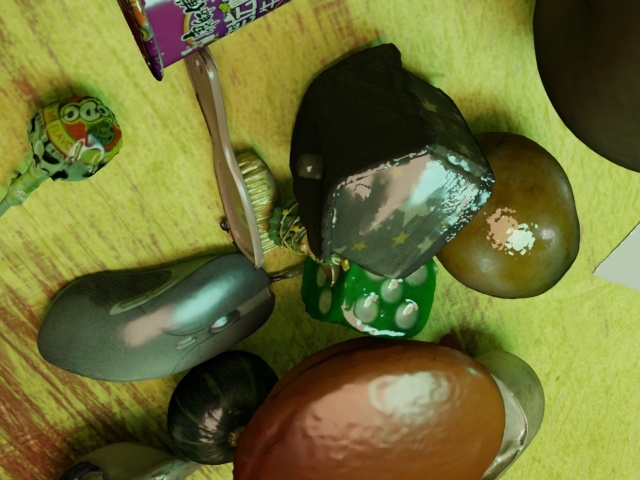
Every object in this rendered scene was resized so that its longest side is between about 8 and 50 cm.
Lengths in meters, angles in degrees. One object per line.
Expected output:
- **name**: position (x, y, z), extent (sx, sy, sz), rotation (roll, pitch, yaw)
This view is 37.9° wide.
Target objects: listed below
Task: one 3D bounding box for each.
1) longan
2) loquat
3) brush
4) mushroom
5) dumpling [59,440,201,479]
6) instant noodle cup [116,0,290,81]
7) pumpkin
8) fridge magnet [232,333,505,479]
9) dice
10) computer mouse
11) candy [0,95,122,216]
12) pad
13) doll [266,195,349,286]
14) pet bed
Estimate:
- **longan**: position (0.346, -0.203, 0.899), extent (0.297, 0.297, 0.297), rotation (-9, 133, -9)
- **loquat**: position (0.215, -0.024, 1.108), extent (0.179, 0.179, 0.227), rotation (-25, 125, 6)
- **brush**: position (-0.090, -0.097, 1.031), extent (0.067, 0.072, 0.313), rotation (-33, 137, -22)
- **mushroom**: position (0.221, 0.258, 1.387), extent (0.253, 0.195, 0.189), rotation (-53, 158, 22)
- **dumpling**: position (-0.286, 0.356, 1.337), extent (0.163, 0.204, 0.293), rotation (40, 132, -8)
- **instant noodle cup**: position (-0.094, -0.279, 0.747), extent (0.190, 0.251, 0.251), rotation (-24, 135, -8)
- **pumpkin**: position (-0.127, 0.226, 1.265), extent (0.167, 0.125, 0.167), rotation (-9, 125, -13)
- **fridge magnet**: position (0.063, 0.261, 1.205), extent (0.363, 0.155, 0.363), rotation (-9, 129, -12)
- **dice**: position (0.058, 0.049, 1.132), extent (0.131, 0.128, 0.120), rotation (11, 91, -23)
- **computer mouse**: position (-0.165, 0.096, 1.165), extent (0.379, 0.090, 0.167), rotation (-18, 135, -2)
- **candy**: position (-0.323, -0.047, 1.006), extent (0.305, 0.083, 0.091), rotation (-39, 148, 30)
- **pad**: position (0.525, 0.025, 1.365), extent (0.232, 0.004, 0.156), rotation (17, 124, -29)
- **doll**: position (0.005, -0.006, 1.064), extent (0.077, 0.113, 0.078), rotation (-36, 143, -41)
- **pet bed**: position (0.051, -0.087, 0.973), extent (0.159, 0.211, 0.183), rotation (27, 120, -31)
